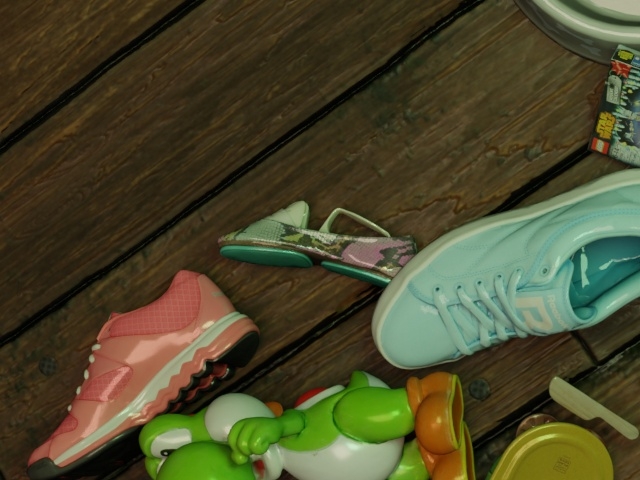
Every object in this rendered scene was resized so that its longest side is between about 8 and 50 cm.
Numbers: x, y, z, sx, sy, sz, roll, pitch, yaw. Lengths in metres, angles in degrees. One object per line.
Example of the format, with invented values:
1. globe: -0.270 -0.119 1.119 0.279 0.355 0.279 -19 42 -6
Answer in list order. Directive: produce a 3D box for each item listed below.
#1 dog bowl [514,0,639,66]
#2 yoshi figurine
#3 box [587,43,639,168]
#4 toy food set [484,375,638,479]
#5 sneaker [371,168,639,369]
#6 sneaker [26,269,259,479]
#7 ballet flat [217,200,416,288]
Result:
1. dog bowl: 0.335 -0.353 1.745 0.349 0.102 0.348 1 92 14
2. yoshi figurine: -0.024 0.247 1.802 0.362 0.203 0.203 -6 86 12
3. box: 0.335 -0.131 1.747 0.094 0.027 0.137 22 142 14
4. toy food set: 0.242 0.250 1.818 0.128 0.071 0.218 25 101 -11
5. sneaker: 0.213 0.045 1.752 0.366 0.150 0.135 -30 109 15
6. sneaker: -0.218 0.155 1.926 0.314 0.116 0.136 -38 72 7
7. ballet flat: 0.000 0.000 1.871 0.222 0.077 0.079 10 77 10
